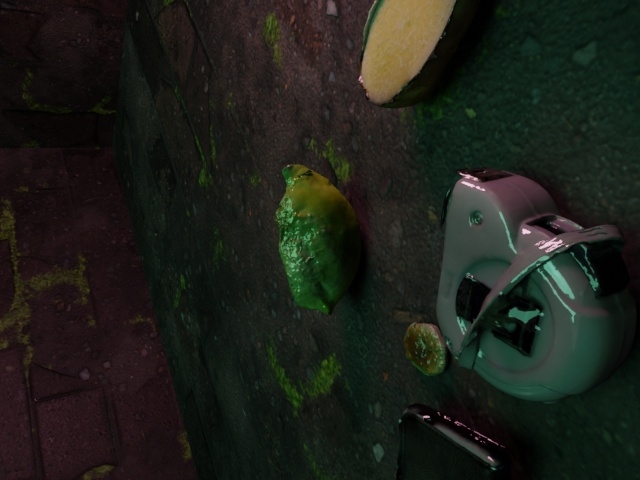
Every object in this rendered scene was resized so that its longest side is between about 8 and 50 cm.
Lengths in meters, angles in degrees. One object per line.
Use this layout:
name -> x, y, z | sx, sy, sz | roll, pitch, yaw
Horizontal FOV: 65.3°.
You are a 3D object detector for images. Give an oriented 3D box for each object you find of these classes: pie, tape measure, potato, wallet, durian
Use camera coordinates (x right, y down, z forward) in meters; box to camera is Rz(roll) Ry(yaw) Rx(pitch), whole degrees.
pie -> 0.151, 0.156, 0.717 | 0.084, 0.020, 0.084 | 19, 112, 56
tape measure -> 0.211, 0.061, 0.512 | 0.197, 0.120, 0.235 | 32, 127, 49
potato -> 0.129, -0.254, 0.616 | 0.200, 0.081, 0.164 | -59, 40, 41
wallet -> 0.161, 0.381, 0.643 | 0.173, 0.045, 0.317 | 14, 107, 52
durian -> 0.000, 0.000, 0.818 | 0.101, 0.139, 0.249 | 18, 113, 50
